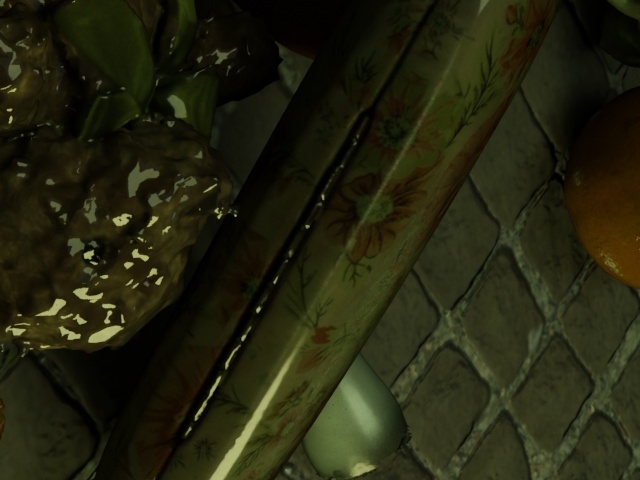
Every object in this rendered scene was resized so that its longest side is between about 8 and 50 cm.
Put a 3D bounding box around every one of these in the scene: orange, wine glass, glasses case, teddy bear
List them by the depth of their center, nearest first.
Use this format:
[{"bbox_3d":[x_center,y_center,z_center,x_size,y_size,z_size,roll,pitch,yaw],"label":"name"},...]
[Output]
[{"bbox_3d":[-0.088,-0.096,0.857,0.222,0.296,0.246,56,24,7],"label":"teddy bear"},{"bbox_3d":[0.000,0.000,0.952,0.425,0.098,0.156,-60,170,24],"label":"glasses case"},{"bbox_3d":[-0.002,0.068,1.116,0.072,0.072,0.155,-43,120,-34],"label":"wine glass"},{"bbox_3d":[0.248,-0.036,1.321,0.156,0.124,0.156,11,70,-34],"label":"orange"}]

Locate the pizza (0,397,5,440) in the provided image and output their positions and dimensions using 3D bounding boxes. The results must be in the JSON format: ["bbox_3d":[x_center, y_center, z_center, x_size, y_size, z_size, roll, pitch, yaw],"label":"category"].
[{"bbox_3d":[-0.224,0.139,0.896,0.161,0.085,0.306,5,90,-45],"label":"pizza"}]

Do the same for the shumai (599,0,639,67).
[{"bbox_3d":[0.298,-0.257,1.299,0.272,0.222,0.204,-31,110,-29],"label":"shumai"}]

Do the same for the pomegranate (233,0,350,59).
[{"bbox_3d":[0.032,-0.206,1.026,0.215,0.215,0.215,-4,95,-44],"label":"pomegranate"}]
